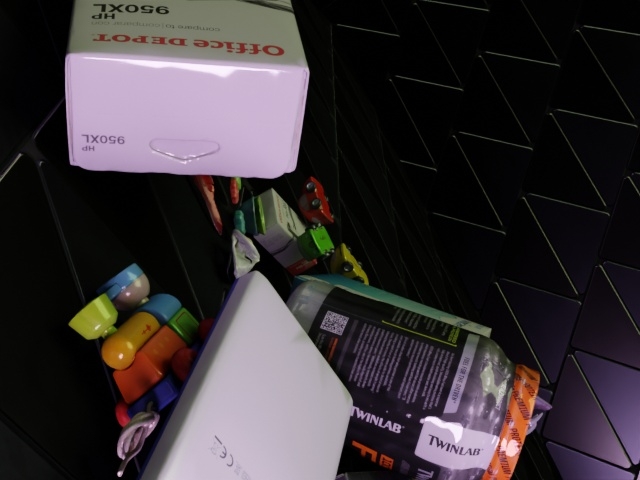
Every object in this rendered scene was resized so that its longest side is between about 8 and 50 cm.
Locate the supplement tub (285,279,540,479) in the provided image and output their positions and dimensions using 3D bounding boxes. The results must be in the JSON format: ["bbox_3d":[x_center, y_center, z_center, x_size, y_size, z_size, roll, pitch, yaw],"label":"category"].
[{"bbox_3d":[0.101,0.195,1.080,0.338,0.207,0.207,18,9,13],"label":"supplement tub"}]

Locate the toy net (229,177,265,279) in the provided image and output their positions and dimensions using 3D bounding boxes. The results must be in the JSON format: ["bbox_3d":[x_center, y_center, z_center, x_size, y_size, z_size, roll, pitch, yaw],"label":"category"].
[{"bbox_3d":[-0.116,-0.023,1.300,0.232,0.045,0.122,-98,-178,-60],"label":"toy net"}]

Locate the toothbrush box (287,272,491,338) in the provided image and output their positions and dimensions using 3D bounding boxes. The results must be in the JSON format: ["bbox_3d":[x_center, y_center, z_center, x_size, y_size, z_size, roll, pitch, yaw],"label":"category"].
[{"bbox_3d":[0.106,0.157,1.308,0.295,0.126,0.216,18,4,17],"label":"toothbrush box"}]

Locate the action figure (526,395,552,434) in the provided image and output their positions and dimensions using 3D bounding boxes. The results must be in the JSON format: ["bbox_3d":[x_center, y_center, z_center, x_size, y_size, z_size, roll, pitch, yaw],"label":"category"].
[{"bbox_3d":[0.222,0.342,1.188,0.099,0.285,0.185,34,-19,-4],"label":"action figure"}]

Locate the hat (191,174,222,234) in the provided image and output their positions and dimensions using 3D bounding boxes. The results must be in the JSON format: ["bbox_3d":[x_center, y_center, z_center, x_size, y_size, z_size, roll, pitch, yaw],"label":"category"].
[{"bbox_3d":[-0.237,-0.148,1.273,0.208,0.183,0.173,22,-5,23],"label":"hat"}]

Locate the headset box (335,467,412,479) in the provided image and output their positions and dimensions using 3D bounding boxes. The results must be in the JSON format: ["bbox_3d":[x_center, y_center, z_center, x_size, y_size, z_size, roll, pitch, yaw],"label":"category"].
[{"bbox_3d":[0.066,0.422,0.999,0.246,0.131,0.283,31,32,-61],"label":"headset box"}]

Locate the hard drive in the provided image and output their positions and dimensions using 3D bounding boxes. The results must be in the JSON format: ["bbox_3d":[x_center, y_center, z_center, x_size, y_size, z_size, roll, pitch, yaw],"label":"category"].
[{"bbox_3d":[-0.059,0.201,0.796,0.210,0.040,0.318,56,27,-22],"label":"hard drive"}]

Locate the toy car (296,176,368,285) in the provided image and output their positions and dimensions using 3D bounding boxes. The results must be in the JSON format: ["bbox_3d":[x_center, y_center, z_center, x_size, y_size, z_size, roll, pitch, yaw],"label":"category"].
[{"bbox_3d":[0.000,0.000,1.479,0.239,0.053,0.225,63,15,2],"label":"toy car"}]

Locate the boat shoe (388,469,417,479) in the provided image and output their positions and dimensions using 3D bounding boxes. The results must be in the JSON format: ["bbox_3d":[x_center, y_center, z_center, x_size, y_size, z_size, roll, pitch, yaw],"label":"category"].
[{"bbox_3d":[0.156,0.405,1.352,0.123,0.116,0.324,-66,145,-90],"label":"boat shoe"}]

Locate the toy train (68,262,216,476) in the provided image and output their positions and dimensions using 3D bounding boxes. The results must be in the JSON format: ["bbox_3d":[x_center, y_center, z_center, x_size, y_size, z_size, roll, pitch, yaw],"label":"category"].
[{"bbox_3d":[-0.194,0.114,0.810,0.143,0.105,0.248,48,17,-5],"label":"toy train"}]

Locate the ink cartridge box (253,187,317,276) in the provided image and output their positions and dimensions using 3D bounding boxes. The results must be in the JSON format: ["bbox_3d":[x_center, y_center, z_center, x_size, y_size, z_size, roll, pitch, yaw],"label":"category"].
[{"bbox_3d":[-0.069,-0.015,1.492,0.135,0.056,0.099,47,21,-41],"label":"ink cartridge box"}]

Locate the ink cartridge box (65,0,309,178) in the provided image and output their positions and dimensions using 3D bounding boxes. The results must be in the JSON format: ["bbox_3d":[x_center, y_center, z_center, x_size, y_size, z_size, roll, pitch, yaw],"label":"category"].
[{"bbox_3d":[-0.186,-0.272,1.111,0.395,0.285,0.166,-103,-162,-47],"label":"ink cartridge box"}]
